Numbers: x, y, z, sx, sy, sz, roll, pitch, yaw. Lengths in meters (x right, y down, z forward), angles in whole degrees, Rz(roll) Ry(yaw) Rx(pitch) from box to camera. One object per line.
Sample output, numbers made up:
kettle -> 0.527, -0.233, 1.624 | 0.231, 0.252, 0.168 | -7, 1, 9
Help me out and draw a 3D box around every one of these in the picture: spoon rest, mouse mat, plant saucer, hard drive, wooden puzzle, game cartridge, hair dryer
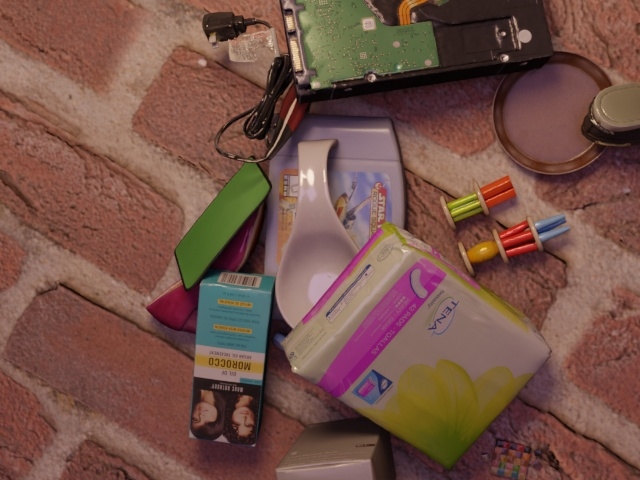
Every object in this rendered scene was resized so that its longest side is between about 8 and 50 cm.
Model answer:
spoon rest -> 0.000, 0.000, 1.264 | 0.137, 0.084, 0.276 | -5, 91, 10
mouse mat -> -0.140, -0.027, 1.314 | 0.007, 0.152, 0.189 | 37, 99, -26
plant saucer -> 0.319, -0.174, 1.280 | 0.169, 0.029, 0.168 | 0, 93, 11
hard drive -> 0.116, -0.320, 1.237 | 0.339, 0.064, 0.236 | -10, 82, -6
wooden puzzle -> 0.269, 0.309, 1.323 | 0.083, 0.006, 0.049 | 11, 95, 9
game cartridge -> 0.022, -0.029, 1.327 | 0.198, 0.062, 0.297 | 3, 93, 14
hair dryer -> -0.011, -0.225, 1.294 | 0.294, 0.080, 0.223 | -10, 83, 0

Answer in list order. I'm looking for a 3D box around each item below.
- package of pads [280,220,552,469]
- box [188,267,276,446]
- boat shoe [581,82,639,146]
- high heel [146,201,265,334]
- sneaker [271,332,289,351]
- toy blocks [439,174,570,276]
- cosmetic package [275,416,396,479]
package of pads -> 0.133, 0.137, 1.235 | 0.296, 0.101, 0.229 | 36, 100, -26
box -> -0.125, 0.166, 1.319 | 0.101, 0.060, 0.244 | 7, 110, 2
boat shoe -> 0.453, -0.169, 1.229 | 0.228, 0.068, 0.081 | -5, 68, -10
high heel -> -0.162, 0.022, 1.350 | 0.117, 0.082, 0.244 | 23, 107, 3
sneaker -> 0.003, 0.146, 1.340 | 0.144, 0.053, 0.059 | 12, 96, 1
toy blocks -> 0.253, -0.032, 1.285 | 0.148, 0.054, 0.123 | -22, 89, 10
cosmetic package -> 0.027, 0.311, 1.251 | 0.127, 0.238, 0.107 | -9, 94, 7
